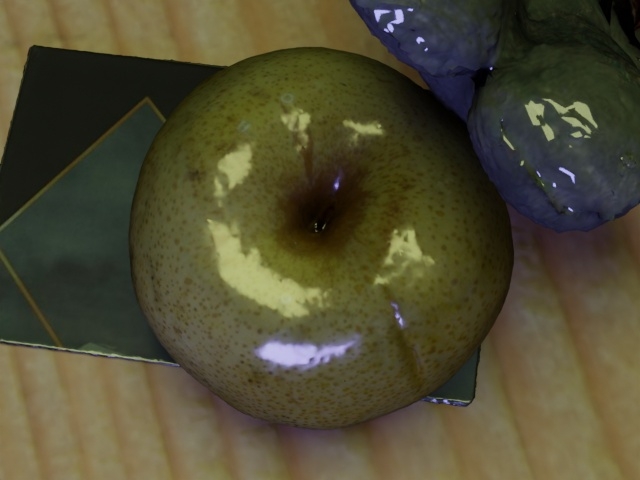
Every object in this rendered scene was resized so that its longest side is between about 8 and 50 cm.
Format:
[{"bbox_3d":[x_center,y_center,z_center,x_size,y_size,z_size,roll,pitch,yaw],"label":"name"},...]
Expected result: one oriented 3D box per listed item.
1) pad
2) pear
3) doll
[{"bbox_3d":[-0.038,-0.012,0.745,0.243,0.004,0.164,7,66,1],"label":"pad"},{"bbox_3d":[0.000,0.000,0.666,0.167,0.136,0.167,0,70,-1],"label":"pear"},{"bbox_3d":[0.103,-0.122,0.644,0.158,0.340,0.246,-41,96,16],"label":"doll"}]
